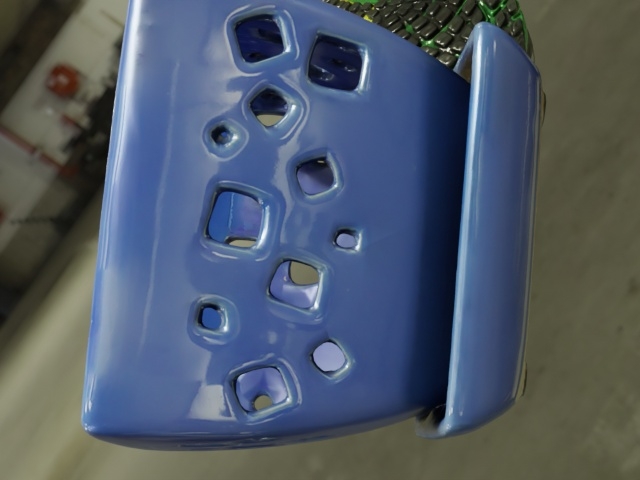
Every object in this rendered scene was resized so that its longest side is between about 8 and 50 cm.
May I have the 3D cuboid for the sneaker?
[{"bbox_3d":[0.120,-0.188,1.538,0.134,0.146,0.343,-42,27,-4],"label":"sneaker"}]

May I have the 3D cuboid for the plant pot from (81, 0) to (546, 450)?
[{"bbox_3d":[0.000,0.000,0.835,0.236,0.212,0.235,98,176,-82],"label":"plant pot"}]
